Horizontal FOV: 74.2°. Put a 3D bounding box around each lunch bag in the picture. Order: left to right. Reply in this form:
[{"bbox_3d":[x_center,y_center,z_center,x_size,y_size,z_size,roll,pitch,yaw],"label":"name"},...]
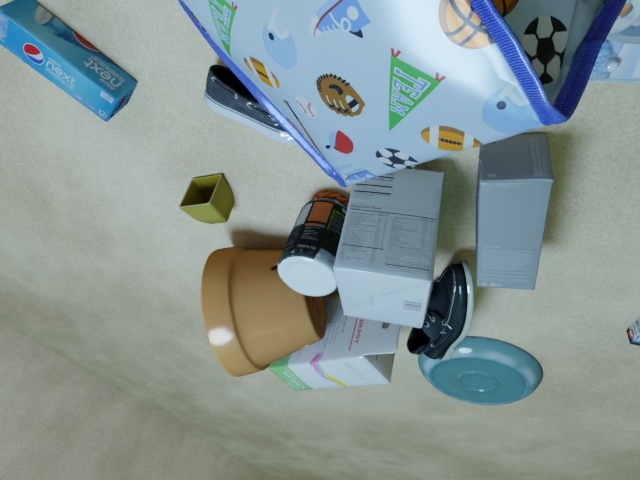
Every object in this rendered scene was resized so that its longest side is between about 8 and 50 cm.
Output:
[{"bbox_3d":[0.029,-0.274,0.407,0.385,0.239,0.327,41,157,-20],"label":"lunch bag"}]

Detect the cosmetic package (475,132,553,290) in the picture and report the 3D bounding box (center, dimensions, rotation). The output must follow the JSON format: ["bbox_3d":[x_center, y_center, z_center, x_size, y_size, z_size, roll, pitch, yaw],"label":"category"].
[{"bbox_3d":[0.306,-0.041,0.689,0.107,0.127,0.238,4,138,18],"label":"cosmetic package"}]

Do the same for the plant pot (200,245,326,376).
[{"bbox_3d":[-0.109,0.139,0.952,0.203,0.291,0.291,-13,131,9],"label":"plant pot"}]

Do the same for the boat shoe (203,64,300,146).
[{"bbox_3d":[-0.082,-0.225,0.687,0.228,0.080,0.076,24,140,7],"label":"boat shoe"}]

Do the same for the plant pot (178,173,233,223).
[{"bbox_3d":[-0.231,-0.079,0.896,0.081,0.081,0.083,-4,144,24],"label":"plant pot"}]

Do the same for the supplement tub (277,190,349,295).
[{"bbox_3d":[0.000,0.000,0.801,0.116,0.191,0.117,12,137,11],"label":"supplement tub"}]

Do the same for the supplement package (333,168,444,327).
[{"bbox_3d":[0.121,0.013,0.732,0.149,0.203,0.194,8,151,13],"label":"supplement package"}]

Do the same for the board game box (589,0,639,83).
[{"bbox_3d":[0.318,-0.340,0.423,0.389,0.050,0.390,7,137,14],"label":"board game box"}]

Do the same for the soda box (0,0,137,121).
[{"bbox_3d":[-0.436,-0.310,0.731,0.210,0.071,0.067,38,135,-19],"label":"soda box"}]

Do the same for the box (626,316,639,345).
[{"bbox_3d":[0.740,0.183,0.824,0.206,0.036,0.114,12,138,9],"label":"box"}]

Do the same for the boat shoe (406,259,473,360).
[{"bbox_3d":[0.249,0.164,0.928,0.112,0.127,0.340,1,146,4],"label":"boat shoe"}]

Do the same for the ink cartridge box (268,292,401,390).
[{"bbox_3d":[0.066,0.231,1.007,0.353,0.207,0.119,-18,125,36],"label":"ink cartridge box"}]

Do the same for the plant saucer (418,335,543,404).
[{"bbox_3d":[0.421,0.364,1.137,0.317,0.044,0.318,11,137,11],"label":"plant saucer"}]

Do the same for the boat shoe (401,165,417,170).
[{"bbox_3d":[0.127,-0.165,0.687,0.043,0.049,0.137,1,140,24],"label":"boat shoe"}]
